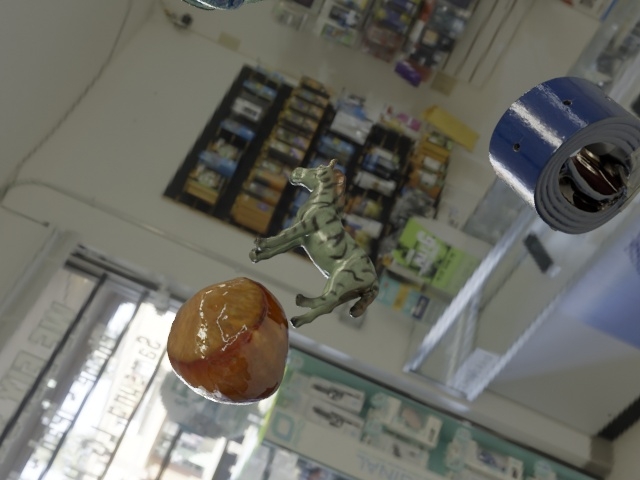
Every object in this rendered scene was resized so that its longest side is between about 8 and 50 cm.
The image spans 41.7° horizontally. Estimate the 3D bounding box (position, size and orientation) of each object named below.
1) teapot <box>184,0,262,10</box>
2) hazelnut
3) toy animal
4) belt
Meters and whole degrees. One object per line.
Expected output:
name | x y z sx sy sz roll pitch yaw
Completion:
teapot | -0.117 -0.346 0.926 0.159 0.232 0.159 -41 33 34
hazelnut | -0.116 0.136 1.147 0.182 0.182 0.182 -156 90 -87
toy animal | -0.018 0.000 1.204 0.090 0.170 0.255 119 138 -65
belt | 0.399 -0.130 1.321 0.212 0.117 0.347 -50 -34 15
